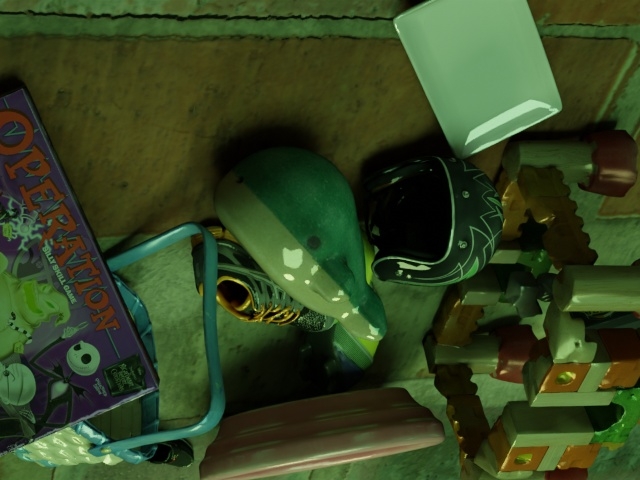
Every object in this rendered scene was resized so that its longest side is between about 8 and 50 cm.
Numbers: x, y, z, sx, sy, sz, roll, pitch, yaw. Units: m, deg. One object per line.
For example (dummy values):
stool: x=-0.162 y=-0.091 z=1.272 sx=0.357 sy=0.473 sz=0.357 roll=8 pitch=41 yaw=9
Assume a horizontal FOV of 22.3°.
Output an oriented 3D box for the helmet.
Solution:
helmet: x=0.139 y=-0.023 z=1.936 sx=0.161 sy=0.169 sz=0.169 roll=-11 pitch=143 yaw=13

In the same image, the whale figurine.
whale figurine: x=0.000 y=0.000 z=1.870 sx=0.141 sy=0.216 sz=0.272 roll=-44 pitch=123 yaw=-1

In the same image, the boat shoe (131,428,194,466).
boat shoe: x=-0.218 y=0.289 z=2.219 sx=0.049 sy=0.042 sz=0.133 roll=-38 pitch=140 yaw=15

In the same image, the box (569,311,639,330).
box: x=0.494 y=0.156 z=2.391 sx=0.295 sy=0.073 sz=0.293 roll=-15 pitch=140 yaw=-8

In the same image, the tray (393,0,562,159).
tray: x=0.181 y=-0.206 z=1.852 sx=0.145 sy=0.030 sz=0.270 roll=-27 pitch=141 yaw=4

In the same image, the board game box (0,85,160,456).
board game box: x=-0.331 y=0.037 z=1.697 sx=0.208 sy=0.056 sz=0.347 roll=-24 pitch=99 yaw=-4

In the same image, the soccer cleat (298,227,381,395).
soccer cleat: x=0.035 y=0.077 z=2.083 sx=0.121 sy=0.093 sz=0.289 roll=-36 pitch=147 yaw=-36

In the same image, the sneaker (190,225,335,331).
sneaker: x=-0.073 y=0.066 z=1.961 sx=0.215 sy=0.083 sz=0.084 roll=29 pitch=135 yaw=-27

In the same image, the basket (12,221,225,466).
basket: x=-0.240 y=0.126 z=1.863 sx=0.289 sy=0.255 sz=0.201 roll=-20 pitch=146 yaw=27

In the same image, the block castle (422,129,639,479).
block castle: x=0.312 y=0.109 z=2.067 sx=0.212 sy=0.303 sz=0.453 roll=1 pitch=135 yaw=-18

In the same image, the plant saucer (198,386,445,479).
plant saucer: x=-0.002 y=0.258 z=2.165 sx=0.332 sy=0.084 sz=0.332 roll=-10 pitch=170 yaw=-2
